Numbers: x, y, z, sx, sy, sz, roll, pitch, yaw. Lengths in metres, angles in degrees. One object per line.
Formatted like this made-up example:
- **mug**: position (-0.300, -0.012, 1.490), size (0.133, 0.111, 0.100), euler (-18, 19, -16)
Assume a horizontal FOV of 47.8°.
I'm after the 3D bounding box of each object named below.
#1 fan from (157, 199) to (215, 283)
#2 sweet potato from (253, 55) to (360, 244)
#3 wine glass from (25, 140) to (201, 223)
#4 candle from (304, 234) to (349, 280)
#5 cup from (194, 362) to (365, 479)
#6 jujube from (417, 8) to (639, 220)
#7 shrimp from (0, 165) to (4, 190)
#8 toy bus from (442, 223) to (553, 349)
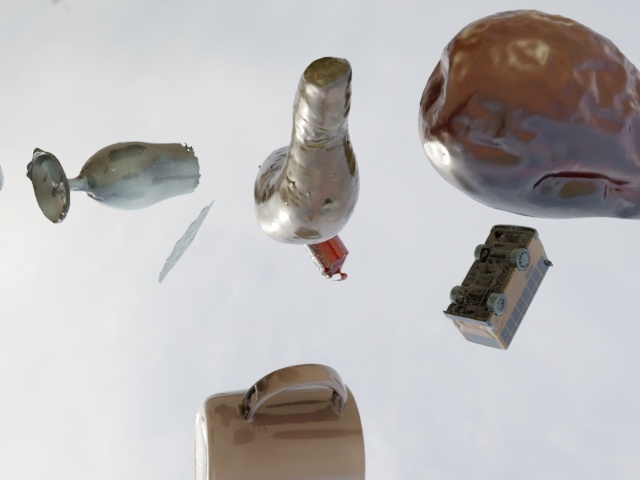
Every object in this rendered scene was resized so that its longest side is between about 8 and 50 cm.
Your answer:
- **fan**: position (-0.305, 0.006, 1.611), size (0.240, 0.009, 0.131), euler (-55, 180, 13)
- **sweet potato**: position (-0.016, -0.050, 0.596), size (0.079, 0.108, 0.346), euler (-12, 177, -10)
- **wine glass**: position (-0.280, -0.088, 1.003), size (0.103, 0.103, 0.222), euler (8, -164, 42)
- **candle**: position (0.000, 0.000, 1.001), size (0.052, 0.130, 0.052), euler (-31, -175, 3)
- **cup**: position (-0.058, 0.266, 0.965), size (0.201, 0.252, 0.191), euler (2, -144, -17)
- **jujube**: position (0.200, -0.093, 0.611), size (0.168, 0.237, 0.168), euler (-157, -90, -80)
- **shrimp**: position (-0.554, -0.139, 1.092), size (0.372, 0.137, 0.172), euler (20, -96, 49)
- **toy bus**: position (0.282, 0.071, 1.126), size (0.091, 0.103, 0.182), euler (8, -123, 47)
